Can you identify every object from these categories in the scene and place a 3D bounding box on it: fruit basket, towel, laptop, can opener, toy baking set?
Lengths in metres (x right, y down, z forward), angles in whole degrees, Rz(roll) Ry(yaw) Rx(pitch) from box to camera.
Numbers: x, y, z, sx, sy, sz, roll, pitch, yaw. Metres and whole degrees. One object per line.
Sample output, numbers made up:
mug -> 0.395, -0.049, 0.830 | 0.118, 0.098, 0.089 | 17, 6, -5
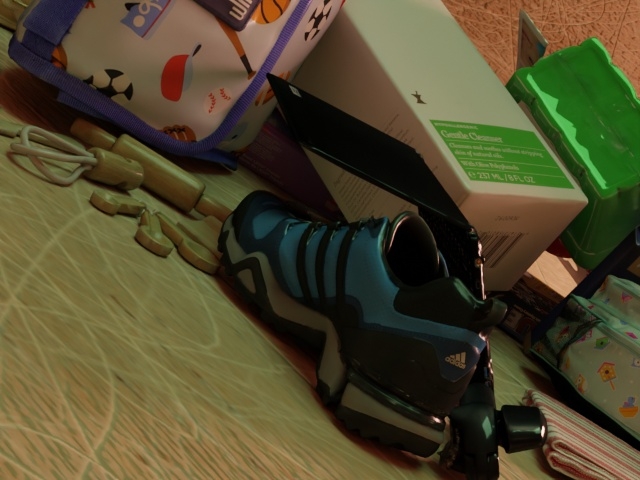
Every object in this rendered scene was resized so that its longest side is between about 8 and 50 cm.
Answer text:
fruit basket -> 0.290, -0.048, 1.761 | 0.327, 0.165, 0.353 | 60, -18, 25
towel -> 0.242, 0.191, 1.308 | 0.144, 0.029, 0.197 | 32, 8, -3
laptop -> 0.049, 0.001, 1.291 | 0.136, 0.264, 0.234 | -9, 20, -5
can opener -> 0.118, 0.140, 1.100 | 0.073, 0.059, 0.186 | 6, 1, 0
toy baking set -> -0.158, -0.052, 1.209 | 0.256, 0.030, 0.197 | 33, 10, 0

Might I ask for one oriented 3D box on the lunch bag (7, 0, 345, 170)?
lunch bag -> -0.110, -0.252, 1.406 | 0.239, 0.328, 0.385 | 33, 3, 12

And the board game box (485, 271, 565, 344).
board game box -> 0.231, 0.070, 1.787 | 0.165, 0.042, 0.243 | 35, 10, 11

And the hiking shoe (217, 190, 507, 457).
hiking shoe -> 0.031, 0.030, 1.108 | 0.113, 0.132, 0.304 | 27, 13, -39

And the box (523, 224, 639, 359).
box -> 0.333, 0.075, 1.586 | 0.136, 0.225, 0.036 | 30, 34, -13

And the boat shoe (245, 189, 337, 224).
boat shoe -> 0.000, 0.000, 1.374 | 0.152, 0.056, 0.049 | 35, 13, 3

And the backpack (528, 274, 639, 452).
backpack -> 0.314, 0.130, 1.489 | 0.166, 0.144, 0.188 | 36, 12, -16

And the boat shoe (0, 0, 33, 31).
boat shoe -> -0.304, -0.245, 1.583 | 0.170, 0.059, 0.063 | 29, 11, -21

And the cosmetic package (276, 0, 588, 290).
cosmetic package -> 0.090, -0.127, 1.624 | 0.197, 0.155, 0.365 | 1, 48, -43

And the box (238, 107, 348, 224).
box -> 0.004, -0.116, 1.728 | 0.293, 0.057, 0.201 | 33, 33, -4
